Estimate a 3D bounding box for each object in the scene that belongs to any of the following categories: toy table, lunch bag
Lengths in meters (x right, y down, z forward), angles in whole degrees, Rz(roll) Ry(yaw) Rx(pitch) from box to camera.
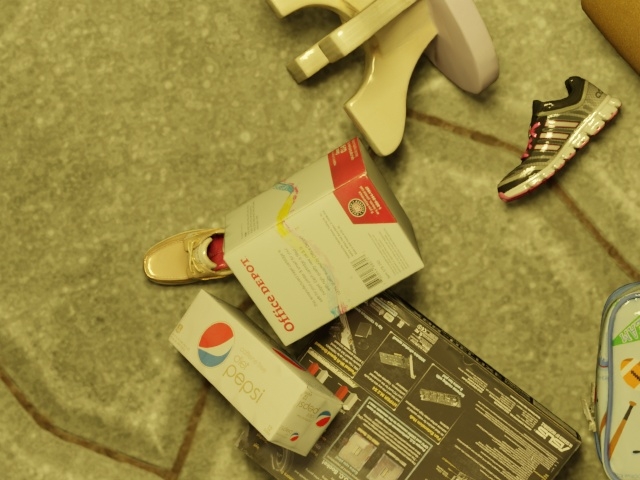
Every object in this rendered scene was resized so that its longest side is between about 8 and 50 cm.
[{"bbox_3d":[0.050,-0.240,1.496,0.161,0.252,0.274,-37,86,-10],"label":"toy table"},{"bbox_3d":[0.435,0.167,1.503,0.303,0.115,0.243,1,93,6],"label":"lunch bag"}]

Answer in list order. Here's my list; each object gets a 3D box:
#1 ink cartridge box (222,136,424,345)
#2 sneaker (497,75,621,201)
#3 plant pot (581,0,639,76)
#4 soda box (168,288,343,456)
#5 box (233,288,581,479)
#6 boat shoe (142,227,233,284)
[{"bbox_3d":[0.000,0.000,1.494,0.176,0.127,0.128,-30,111,8],"label":"ink cartridge box"},{"bbox_3d":[0.249,-0.116,1.547,0.170,0.063,0.075,-44,86,1],"label":"sneaker"},{"bbox_3d":[0.410,-0.232,1.458,0.254,0.237,0.237,35,95,19],"label":"plant pot"},{"bbox_3d":[-0.075,0.142,1.528,0.074,0.069,0.216,-55,46,3],"label":"soda box"},{"bbox_3d":[0.097,0.222,1.562,0.307,0.076,0.242,37,95,6],"label":"box"},{"bbox_3d":[-0.126,0.013,1.596,0.170,0.059,0.063,-13,89,7],"label":"boat shoe"}]
